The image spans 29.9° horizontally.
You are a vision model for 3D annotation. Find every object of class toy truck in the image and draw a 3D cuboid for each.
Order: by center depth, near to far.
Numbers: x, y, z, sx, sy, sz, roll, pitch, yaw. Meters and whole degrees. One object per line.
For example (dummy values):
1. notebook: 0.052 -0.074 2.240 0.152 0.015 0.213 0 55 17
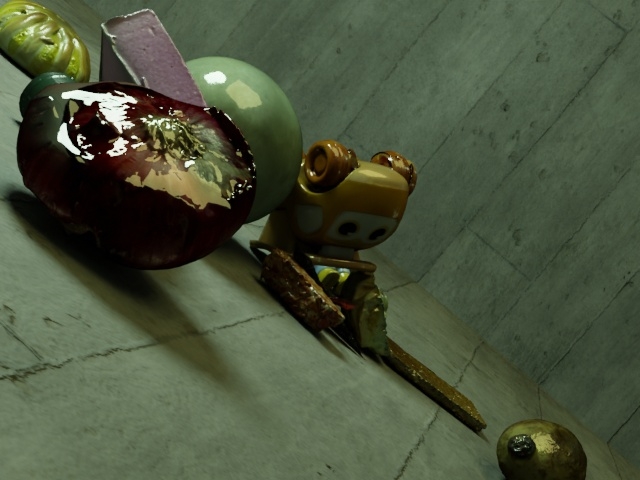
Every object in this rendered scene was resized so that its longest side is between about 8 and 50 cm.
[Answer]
1. toy truck: 0.014 -0.061 2.064 0.204 0.211 0.288 8 0 -40

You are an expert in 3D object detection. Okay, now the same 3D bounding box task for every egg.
1. egg: -0.155 -0.151 1.876 0.258 0.258 0.352 41 -3 18

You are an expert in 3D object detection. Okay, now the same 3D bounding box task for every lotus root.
1. lotus root: 0.342 0.343 1.900 0.138 0.138 0.214 44 8 38

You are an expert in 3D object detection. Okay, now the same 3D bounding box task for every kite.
1. kite: 0.005 0.095 1.931 0.189 0.009 0.232 9 -47 58

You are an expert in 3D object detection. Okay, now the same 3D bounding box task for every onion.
1. onion: -0.217 -0.061 1.353 0.272 0.195 0.272 16 34 -11

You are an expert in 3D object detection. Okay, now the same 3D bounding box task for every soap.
1. soap: -0.227 -0.163 1.598 0.181 0.081 0.259 59 -23 17

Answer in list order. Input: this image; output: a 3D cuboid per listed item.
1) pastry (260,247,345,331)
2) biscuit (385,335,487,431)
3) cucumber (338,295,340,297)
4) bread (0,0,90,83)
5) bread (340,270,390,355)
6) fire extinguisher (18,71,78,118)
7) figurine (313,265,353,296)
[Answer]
1. pastry: -0.032 0.084 1.859 0.169 0.063 0.087 47 3 32
2. biscuit: 0.195 0.254 2.136 0.231 0.025 0.131 39 7 -13
3. cucumber: 0.056 0.097 2.341 0.048 0.048 0.105 34 7 -42
4. bread: -0.477 -0.341 2.086 0.213 0.105 0.213 41 3 -3
5. bread: 0.079 0.125 2.087 0.232 0.088 0.128 -97 171 -77
6. fire extinguisher: -0.292 -0.113 1.565 0.093 0.118 0.294 -16 43 -31
7. figurine: 0.000 0.000 2.347 0.162 0.143 0.263 13 37 -28
